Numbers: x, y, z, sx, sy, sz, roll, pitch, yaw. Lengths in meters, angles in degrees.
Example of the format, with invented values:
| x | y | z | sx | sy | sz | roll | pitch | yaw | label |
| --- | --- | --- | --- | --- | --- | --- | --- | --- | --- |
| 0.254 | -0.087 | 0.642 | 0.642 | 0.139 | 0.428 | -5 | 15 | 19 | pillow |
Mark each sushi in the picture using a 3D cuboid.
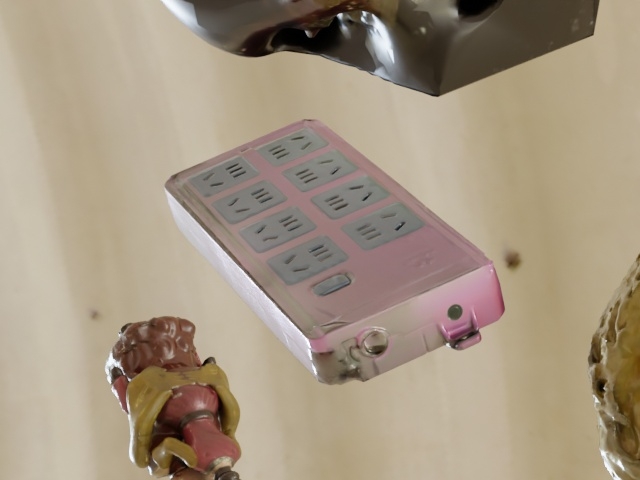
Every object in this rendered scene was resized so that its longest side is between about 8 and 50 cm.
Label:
| x | y | z | sx | sy | sz | roll | pitch | yaw | label |
| --- | --- | --- | --- | --- | --- | --- | --- | --- | --- |
| -0.006 | -0.209 | 0.870 | 0.212 | 0.227 | 0.215 | -22 | -142 | -23 | sushi |

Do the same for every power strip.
| x | y | z | sx | sy | sz | roll | pitch | yaw | label |
| --- | --- | --- | --- | --- | --- | --- | --- | --- | --- |
| 0.000 | 0.000 | 1.034 | 0.109 | 0.037 | 0.279 | -23 | -152 | -13 | power strip |

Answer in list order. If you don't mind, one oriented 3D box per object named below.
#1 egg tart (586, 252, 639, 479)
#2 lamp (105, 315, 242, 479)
| x | y | z | sx | sy | sz | roll | pitch | yaw | label |
| --- | --- | --- | --- | --- | --- | --- | --- | --- | --- |
| 0.305 | 0.081 | 1.155 | 0.288 | 0.118 | 0.288 | -16 | -132 | 19 | egg tart |
| -0.128 | 0.191 | 1.761 | 0.118 | 0.118 | 0.253 | -39 | -121 | 18 | lamp |
